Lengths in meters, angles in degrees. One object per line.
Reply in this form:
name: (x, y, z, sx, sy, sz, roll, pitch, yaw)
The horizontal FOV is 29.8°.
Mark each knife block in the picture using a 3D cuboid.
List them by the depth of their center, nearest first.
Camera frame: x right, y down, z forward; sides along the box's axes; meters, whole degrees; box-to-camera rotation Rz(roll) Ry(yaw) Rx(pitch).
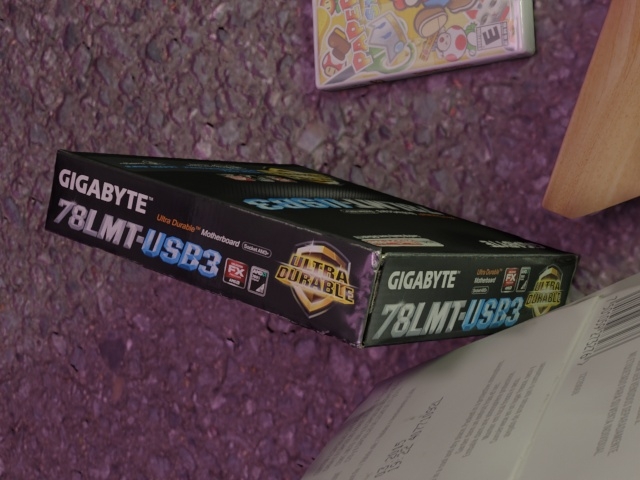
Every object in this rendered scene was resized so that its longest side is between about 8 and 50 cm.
knife block: (0.235, -0.169, 0.816, 0.276, 0.088, 0.242, -23, 104, 33)

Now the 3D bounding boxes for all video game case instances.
video game case: (0.079, -0.253, 1.028, 0.206, 0.026, 0.226, -5, 86, 35)

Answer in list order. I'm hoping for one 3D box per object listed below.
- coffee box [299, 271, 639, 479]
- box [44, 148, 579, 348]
coffee box: (0.189, 0.235, 0.687, 0.338, 0.337, 0.334, -27, 98, 31)
box: (0.000, 0.000, 0.911, 0.293, 0.296, 0.073, 17, 100, 35)
